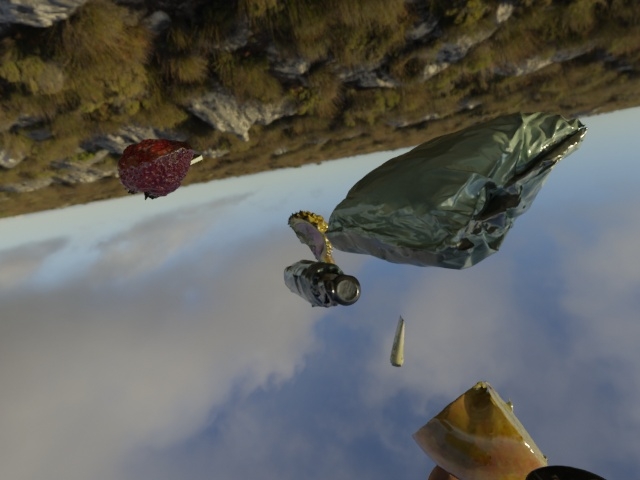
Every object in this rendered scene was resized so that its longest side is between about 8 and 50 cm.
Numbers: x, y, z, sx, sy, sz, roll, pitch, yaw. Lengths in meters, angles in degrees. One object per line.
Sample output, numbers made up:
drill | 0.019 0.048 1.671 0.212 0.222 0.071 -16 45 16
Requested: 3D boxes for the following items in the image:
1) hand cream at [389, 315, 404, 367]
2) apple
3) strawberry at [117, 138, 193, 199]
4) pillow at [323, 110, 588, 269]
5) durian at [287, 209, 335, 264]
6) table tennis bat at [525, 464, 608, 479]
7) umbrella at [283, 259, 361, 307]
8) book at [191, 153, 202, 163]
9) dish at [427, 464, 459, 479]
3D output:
hand cream | 0.223 0.290 1.170 0.039 0.143 0.061 6 -179 5
apple | 0.385 0.464 0.992 0.314 0.252 0.309 5 172 25
strawberry | -0.330 -0.153 0.816 0.148 0.131 0.131 -48 170 30
pillow | 0.175 -0.077 0.593 0.283 0.138 0.310 -40 -161 -19
durian | 0.002 -0.007 1.199 0.140 0.224 0.078 -2 -142 45
table tennis bat | 0.348 0.390 0.602 0.236 0.027 0.150 -1 -171 -6
umbrella | -0.003 0.052 0.516 0.053 0.052 0.250 -25 -176 -15
book | -0.470 -0.216 1.221 0.138 0.016 0.199 16 -138 37
dish | 0.423 0.789 1.230 0.213 0.213 0.090 -14 168 -17
